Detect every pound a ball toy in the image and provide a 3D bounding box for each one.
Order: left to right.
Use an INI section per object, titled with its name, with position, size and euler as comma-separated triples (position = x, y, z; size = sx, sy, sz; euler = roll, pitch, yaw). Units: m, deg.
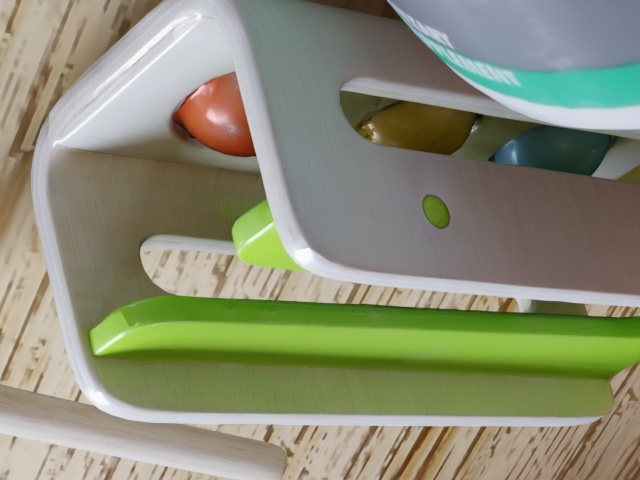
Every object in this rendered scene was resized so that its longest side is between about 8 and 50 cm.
[pound a ball toy]
position = 0.000, 0.000, 0.707
size = 0.319, 0.135, 0.208
euler = 6, 150, -41

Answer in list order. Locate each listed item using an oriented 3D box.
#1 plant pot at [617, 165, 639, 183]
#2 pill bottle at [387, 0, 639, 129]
[plant pot]
position = 0.251, -0.009, 0.820
size = 0.187, 0.212, 0.212
euler = -33, 144, 17
[pill bottle]
position = 0.024, -0.199, 0.426
size = 0.204, 0.204, 0.361
euler = -41, 134, 5
